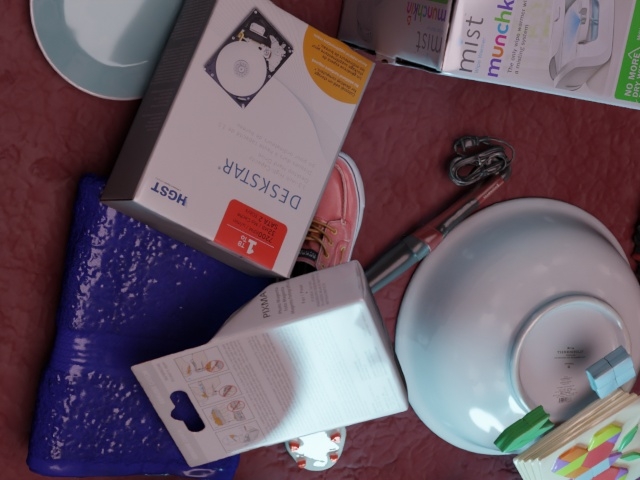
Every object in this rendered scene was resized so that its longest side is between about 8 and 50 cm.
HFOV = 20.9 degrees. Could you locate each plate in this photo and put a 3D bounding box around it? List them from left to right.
[{"bbox_3d":[-0.189,-0.229,1.672,0.188,0.024,0.188,-5,105,-20],"label":"plate"}]

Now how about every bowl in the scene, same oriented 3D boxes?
[{"bbox_3d":[0.240,0.110,1.866,0.298,0.134,0.297,-5,105,-19],"label":"bowl"}]

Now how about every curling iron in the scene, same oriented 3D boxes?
[{"bbox_3d":[0.098,-0.010,1.836,0.068,0.035,0.274,44,90,-3],"label":"curling iron"}]

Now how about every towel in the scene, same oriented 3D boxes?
[{"bbox_3d":[-0.167,0.089,1.742,0.228,0.076,0.308,7,101,-30],"label":"towel"}]

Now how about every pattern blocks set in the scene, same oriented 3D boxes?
[{"bbox_3d":[0.289,0.239,1.868,0.285,0.026,0.325,-40,144,5],"label":"pattern blocks set"}]

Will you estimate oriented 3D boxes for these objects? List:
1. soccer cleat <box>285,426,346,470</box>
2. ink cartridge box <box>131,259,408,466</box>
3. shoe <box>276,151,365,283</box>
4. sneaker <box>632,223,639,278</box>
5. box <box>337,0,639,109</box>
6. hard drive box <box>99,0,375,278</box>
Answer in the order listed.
[{"bbox_3d":[-0.016,0.159,1.820,0.068,0.076,0.196,-11,127,5],"label":"soccer cleat"},{"bbox_3d":[-0.046,0.124,1.691,0.232,0.066,0.189,-13,138,9],"label":"ink cartridge box"},{"bbox_3d":[0.000,0.000,1.762,0.063,0.081,0.178,11,104,16],"label":"shoe"},{"bbox_3d":[0.433,0.050,1.960,0.125,0.104,0.261,-24,116,-32],"label":"sneaker"},{"bbox_3d":[0.173,-0.215,1.685,0.231,0.262,0.126,8,100,-22],"label":"box"},{"bbox_3d":[-0.077,-0.104,1.658,0.181,0.089,0.232,26,79,-26],"label":"hard drive box"}]
